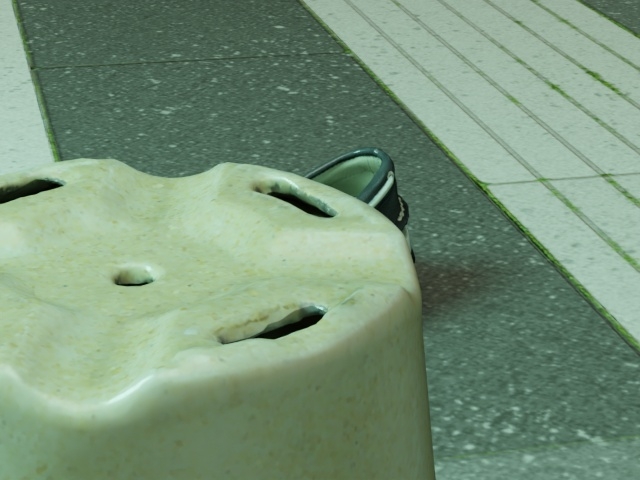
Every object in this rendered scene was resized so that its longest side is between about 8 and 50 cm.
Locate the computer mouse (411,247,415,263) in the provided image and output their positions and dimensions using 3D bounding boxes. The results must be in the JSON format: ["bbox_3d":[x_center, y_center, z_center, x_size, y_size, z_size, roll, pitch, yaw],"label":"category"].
[{"bbox_3d":[0.000,0.000,1.364,0.071,0.041,0.242,-30,29,-23],"label":"computer mouse"}]

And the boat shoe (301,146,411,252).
[{"bbox_3d":[-0.050,0.022,1.177,0.114,0.091,0.302,16,37,36],"label":"boat shoe"}]

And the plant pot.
[{"bbox_3d":[-0.077,0.141,0.656,0.333,0.305,0.334,0,22,0],"label":"plant pot"}]
